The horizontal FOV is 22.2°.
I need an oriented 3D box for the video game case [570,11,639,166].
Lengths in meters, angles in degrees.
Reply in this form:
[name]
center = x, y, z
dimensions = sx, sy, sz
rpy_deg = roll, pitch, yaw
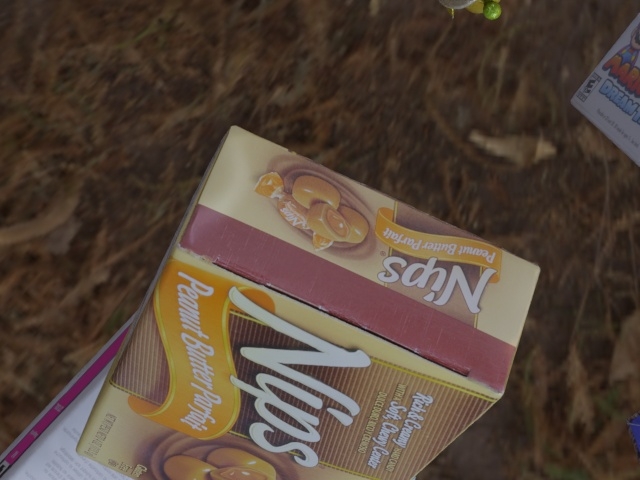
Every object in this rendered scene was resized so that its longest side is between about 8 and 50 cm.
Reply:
[video game case]
center = 0.229, -0.111, 0.993
dimensions = 0.019, 0.157, 0.143
rpy_deg = 31, 103, -26

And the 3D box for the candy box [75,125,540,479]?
[candy box]
center = -0.022, 0.076, 0.956
dimensions = 0.183, 0.087, 0.316
rpy_deg = 24, 148, -6

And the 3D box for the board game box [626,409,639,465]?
[board game box]
center = 0.378, 0.229, 1.126
dimensions = 0.291, 0.232, 0.141
rpy_deg = 31, 122, -34

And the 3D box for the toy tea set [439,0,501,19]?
[toy tea set]
center = 0.191, -0.393, 1.846
dimensions = 0.124, 0.336, 0.200
rpy_deg = 20, 126, -41

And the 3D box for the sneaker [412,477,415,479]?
[sneaker]
center = -0.010, 0.198, 1.570
dimensions = 0.229, 0.087, 0.092
rpy_deg = -3, 112, 41

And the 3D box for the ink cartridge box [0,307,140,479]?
[ink cartridge box]
center = -0.165, 0.210, 1.272
dimensions = 0.371, 0.069, 0.176
rpy_deg = -48, 112, -15
